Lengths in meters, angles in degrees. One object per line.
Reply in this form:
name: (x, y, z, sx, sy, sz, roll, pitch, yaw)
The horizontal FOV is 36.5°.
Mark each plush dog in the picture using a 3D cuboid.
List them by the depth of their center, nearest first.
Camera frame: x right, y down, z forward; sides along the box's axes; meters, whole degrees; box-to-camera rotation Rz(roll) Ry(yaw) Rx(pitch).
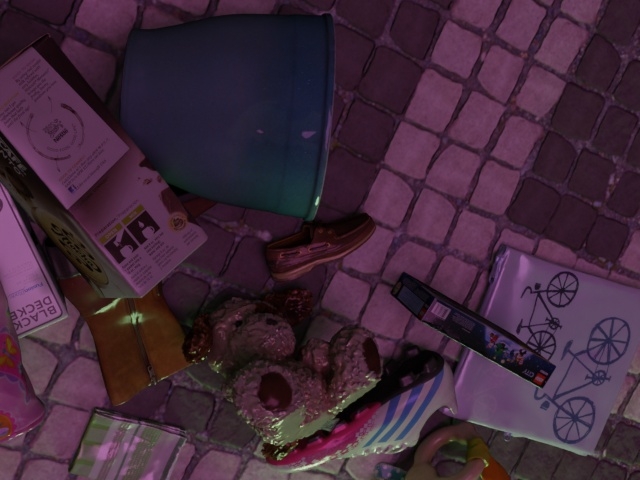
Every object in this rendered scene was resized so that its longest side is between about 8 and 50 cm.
plush dog: (-0.076, 0.178, 1.405, 0.263, 0.225, 0.210, -15, 150, -41)

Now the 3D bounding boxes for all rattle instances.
rattle: (0.201, 0.404, 1.637, 0.200, 0.130, 0.142, -35, 142, 1)

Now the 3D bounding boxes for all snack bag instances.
snack bag: (0.389, 0.198, 1.676, 0.343, 0.037, 0.322, 17, 99, -21)

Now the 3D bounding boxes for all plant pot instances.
plant pot: (-0.126, -0.168, 1.256, 0.255, 0.271, 0.271, 4, 104, -8)

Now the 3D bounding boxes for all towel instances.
towel: (-0.287, 0.319, 1.459, 0.152, 0.023, 0.113, 20, 97, -25)

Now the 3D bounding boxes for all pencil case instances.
pencil case: (-0.436, 0.117, 1.194, 0.124, 0.124, 0.284, -19, 112, -15)

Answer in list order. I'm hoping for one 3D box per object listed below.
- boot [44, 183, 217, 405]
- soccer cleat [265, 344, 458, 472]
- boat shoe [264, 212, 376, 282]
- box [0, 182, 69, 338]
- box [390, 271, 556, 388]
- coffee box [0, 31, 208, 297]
boot: (-0.221, 0.069, 1.374, 0.264, 0.096, 0.280, -33, 122, -26)
soccer cleat: (0.078, 0.301, 1.542, 0.331, 0.116, 0.143, -28, 113, -12)
boat shoe: (0.000, 0.000, 1.451, 0.178, 0.064, 0.060, -26, 115, -10)
box: (-0.462, -0.001, 1.260, 0.169, 0.087, 0.289, -24, 113, -13)
box: (0.234, 0.138, 1.512, 0.233, 0.159, 0.044, 30, 94, -17)
coffee box: (-0.292, -0.078, 1.158, 0.119, 0.168, 0.297, -44, 108, -23)
